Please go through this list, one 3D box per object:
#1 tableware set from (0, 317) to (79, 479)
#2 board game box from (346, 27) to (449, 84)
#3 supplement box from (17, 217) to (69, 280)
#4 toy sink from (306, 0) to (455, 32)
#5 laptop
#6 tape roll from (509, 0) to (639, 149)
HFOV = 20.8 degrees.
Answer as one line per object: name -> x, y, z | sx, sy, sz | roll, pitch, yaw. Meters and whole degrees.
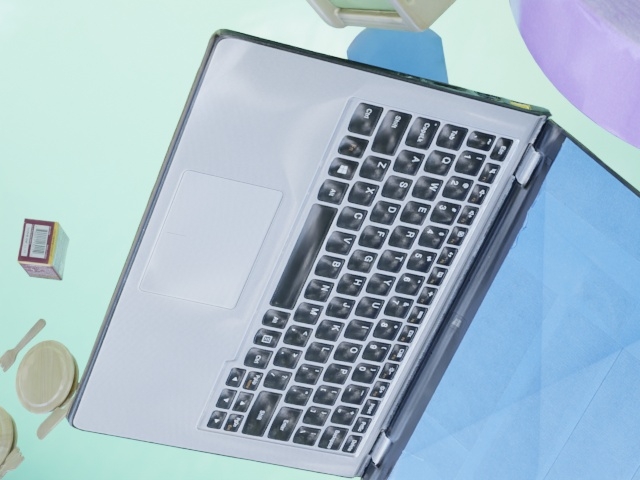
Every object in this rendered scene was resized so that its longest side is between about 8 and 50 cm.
tableware set -> -0.344, 0.197, 2.005 | 0.039, 0.194, 0.128 | 27, -157, -54
board game box -> 0.093, -0.187, 2.140 | 0.033, 0.133, 0.169 | 165, 96, -66
supplement box -> -0.325, 0.011, 2.046 | 0.043, 0.055, 0.083 | 6, 165, 3
toy sink -> 0.028, -0.268, 1.445 | 0.153, 0.131, 0.234 | 49, 170, -23
laptop -> 0.064, 0.105, 1.269 | 0.407, 0.236, 0.382 | 13, 124, -18
tape roll -> 0.242, -0.172, 0.960 | 0.274, 0.275, 0.090 | 30, 156, 16
